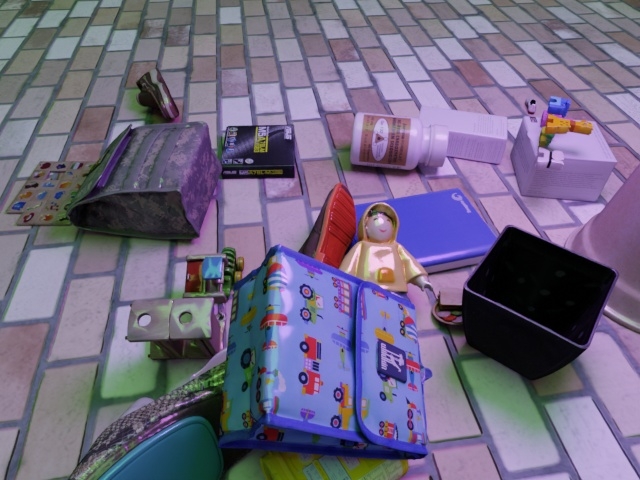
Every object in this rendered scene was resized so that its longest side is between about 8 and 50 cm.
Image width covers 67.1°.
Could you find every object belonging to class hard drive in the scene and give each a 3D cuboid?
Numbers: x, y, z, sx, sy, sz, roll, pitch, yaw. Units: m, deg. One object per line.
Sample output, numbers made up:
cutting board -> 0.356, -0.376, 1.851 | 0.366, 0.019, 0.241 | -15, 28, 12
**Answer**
hard drive -> 0.193, -0.015, 1.032 | 0.319, 0.040, 0.210 | -10, 45, -11

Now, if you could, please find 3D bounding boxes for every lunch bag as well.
lunch bag -> 0.031, 0.167, 0.651 | 0.293, 0.138, 0.220 | 19, 51, -27
lunch bag -> -0.391, -0.134, 1.058 | 0.287, 0.168, 0.235 | -1, 47, 9

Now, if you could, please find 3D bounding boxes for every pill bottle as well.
pill bottle -> 0.194, -0.244, 1.202 | 0.230, 0.131, 0.131 | 6, 45, 5

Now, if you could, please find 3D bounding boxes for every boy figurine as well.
boy figurine -> 0.117, 0.061, 0.875 | 0.178, 0.092, 0.285 | 5, 61, -2

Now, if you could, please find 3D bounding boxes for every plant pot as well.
plant pot -> 0.347, 0.118, 0.808 | 0.188, 0.166, 0.187 | 28, 50, 26
plant pot -> 0.669, -0.037, 0.875 | 0.334, 0.305, 0.333 | 0, 44, 0

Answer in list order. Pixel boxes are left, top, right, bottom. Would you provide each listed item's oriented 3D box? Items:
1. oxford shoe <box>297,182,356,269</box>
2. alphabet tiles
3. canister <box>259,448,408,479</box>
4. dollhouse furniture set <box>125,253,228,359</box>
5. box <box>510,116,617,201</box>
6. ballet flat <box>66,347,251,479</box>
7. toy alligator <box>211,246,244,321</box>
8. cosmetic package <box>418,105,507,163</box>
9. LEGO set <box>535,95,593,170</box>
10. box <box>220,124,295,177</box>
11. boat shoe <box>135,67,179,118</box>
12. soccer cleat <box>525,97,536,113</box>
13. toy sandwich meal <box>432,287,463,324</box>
oxford shoe -> 0.000, 0.000, 0.947 | 0.099, 0.097, 0.271 | -11, 48, 37
alphabet tiles -> -0.611, -0.117, 1.144 | 0.199, 0.009, 0.237 | 0, 45, -1
canister -> 0.021, 0.314, 0.668 | 0.170, 0.073, 0.126 | -23, 50, -24
dollhouse furniture set -> -0.233, 0.095, 0.813 | 0.129, 0.129, 0.183 | -1, 63, -3
box -> 0.581, -0.201, 1.175 | 0.182, 0.119, 0.180 | 6, 45, 5
ballet flat -> -0.161, 0.250, 0.696 | 0.483, 0.163, 0.182 | -27, 29, -33
toy alligator -> -0.182, 0.071, 0.927 | 0.056, 0.051, 0.189 | 0, 44, 0
cosmetic package -> 0.370, -0.282, 1.281 | 0.231, 0.085, 0.117 | 11, 45, 12
LEGO set -> 0.547, -0.248, 1.075 | 0.093, 0.087, 0.227 | 15, 48, 16
box -> -0.157, -0.233, 1.246 | 0.184, 0.045, 0.190 | -2, 45, 0
boat shoe -> -0.482, -0.412, 1.403 | 0.095, 0.095, 0.257 | -26, 43, -7
soccer cleat -> 0.637, -0.415, 1.454 | 0.029, 0.035, 0.083 | 9, 45, 9
toy sandwich meal -> 0.246, 0.121, 0.889 | 0.086, 0.029, 0.085 | -7, 30, 4
